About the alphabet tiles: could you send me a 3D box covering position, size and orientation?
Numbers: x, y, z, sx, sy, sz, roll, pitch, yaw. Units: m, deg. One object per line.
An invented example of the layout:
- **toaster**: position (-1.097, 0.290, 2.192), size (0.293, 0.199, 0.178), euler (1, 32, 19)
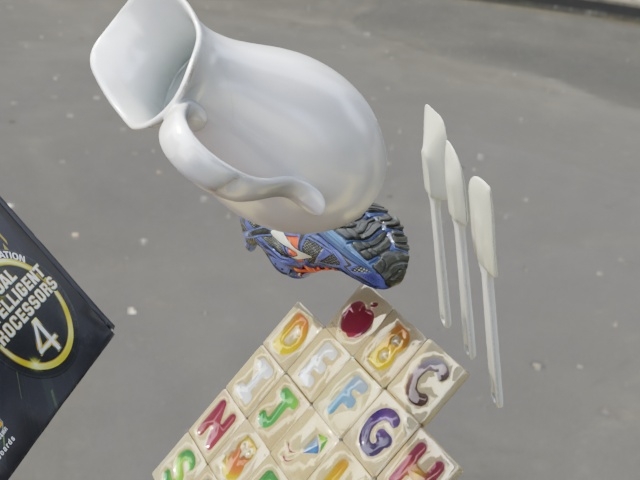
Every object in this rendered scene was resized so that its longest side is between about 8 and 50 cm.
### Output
- **alphabet tiles**: position (-0.030, 0.202, 0.834), size (0.011, 0.342, 0.285), euler (40, 2, -36)

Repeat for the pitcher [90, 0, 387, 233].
- **pitcher**: position (-0.040, -0.065, 0.656), size (0.207, 0.125, 0.177), euler (28, 29, -42)

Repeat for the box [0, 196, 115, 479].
- **box**: position (-0.322, 0.058, 0.565), size (0.097, 0.318, 0.395), euler (-33, 14, 26)

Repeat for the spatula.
- **spatula**: position (0.127, 0.016, 0.842), size (0.019, 0.242, 0.168), euler (-17, 34, -9)

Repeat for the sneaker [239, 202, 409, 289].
- **sneaker**: position (0.000, 0.000, 0.885), size (0.083, 0.087, 0.221), euler (-9, 25, -35)
